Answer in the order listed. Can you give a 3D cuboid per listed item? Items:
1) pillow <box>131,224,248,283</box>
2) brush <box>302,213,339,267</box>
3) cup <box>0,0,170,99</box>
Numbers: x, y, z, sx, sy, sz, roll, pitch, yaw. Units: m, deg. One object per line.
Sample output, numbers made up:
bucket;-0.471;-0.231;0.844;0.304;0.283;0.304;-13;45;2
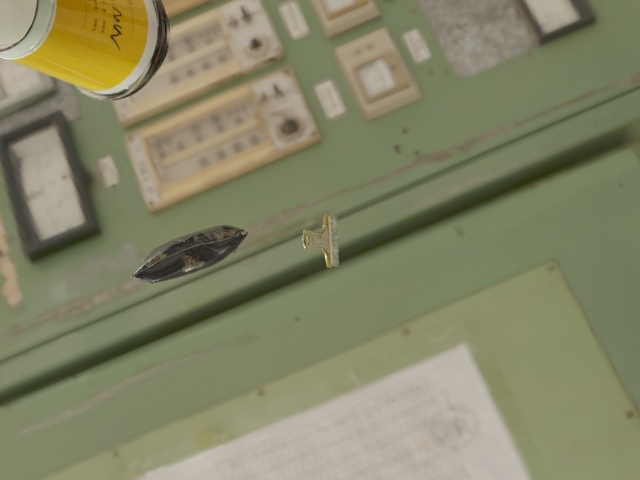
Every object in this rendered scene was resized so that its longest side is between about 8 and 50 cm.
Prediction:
pillow;-0.162;0.016;1.367;0.090;0.150;0.048;-113;1;-73
brush;0.000;0.000;1.647;0.205;0.011;0.083;1;-93;-76
cup;-0.353;-0.305;1.542;0.280;0.196;0.196;0;-116;-62
